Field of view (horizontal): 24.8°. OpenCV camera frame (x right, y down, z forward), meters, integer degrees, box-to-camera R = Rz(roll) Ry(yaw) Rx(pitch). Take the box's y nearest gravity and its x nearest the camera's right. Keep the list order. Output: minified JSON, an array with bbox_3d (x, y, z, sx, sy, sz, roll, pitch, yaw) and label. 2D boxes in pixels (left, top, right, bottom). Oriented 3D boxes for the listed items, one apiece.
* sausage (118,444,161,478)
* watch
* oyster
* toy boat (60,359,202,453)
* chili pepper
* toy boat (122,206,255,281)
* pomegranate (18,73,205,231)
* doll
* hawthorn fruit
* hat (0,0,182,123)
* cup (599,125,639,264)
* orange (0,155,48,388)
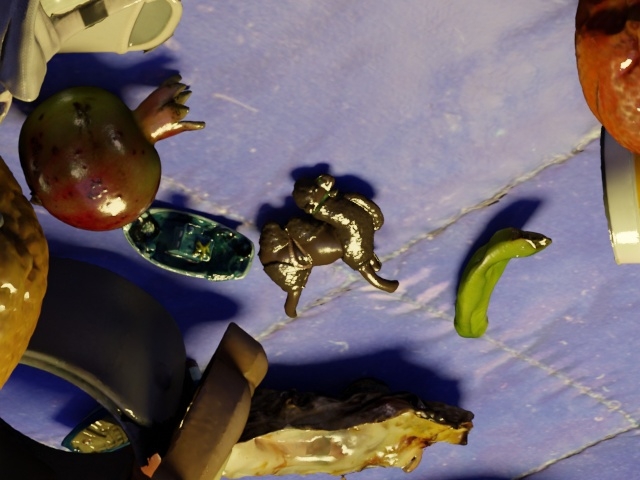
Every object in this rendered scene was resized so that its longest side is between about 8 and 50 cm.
[{"bbox_3d":[-0.212,0.273,1.777,0.077,0.077,0.194,21,140,-30],"label":"sausage"},{"bbox_3d":[-0.263,0.203,1.482,0.326,0.314,0.335,24,126,-1],"label":"watch"},{"bbox_3d":[0.001,0.222,1.706,0.361,0.096,0.221,-8,150,7],"label":"oyster"},{"bbox_3d":[-0.211,0.194,1.688,0.080,0.046,0.229,28,134,-36],"label":"toy boat"},{"bbox_3d":[0.174,0.036,1.486,0.051,0.050,0.202,-9,151,-21],"label":"chili pepper"},{"bbox_3d":[-0.129,0.002,1.401,0.137,0.060,0.061,19,170,-18],"label":"toy boat"},{"bbox_3d":[-0.176,-0.072,1.245,0.159,0.129,0.129,-8,146,-8],"label":"pomegranate"},{"bbox_3d":[0.000,0.000,1.419,0.139,0.057,0.165,-12,136,16],"label":"doll"},{"bbox_3d":[0.277,-0.156,1.140,0.179,0.173,0.173,41,131,-12],"label":"hawthorn fruit"},{"bbox_3d":[-0.194,-0.186,1.096,0.226,0.219,0.164,4,122,48],"label":"hat"},{"bbox_3d":[0.391,-0.055,1.264,0.279,0.196,0.196,-7,146,17],"label":"cup"},{"bbox_3d":[-0.401,0.031,1.206,0.357,0.322,0.322,-19,142,27],"label":"orange"}]
